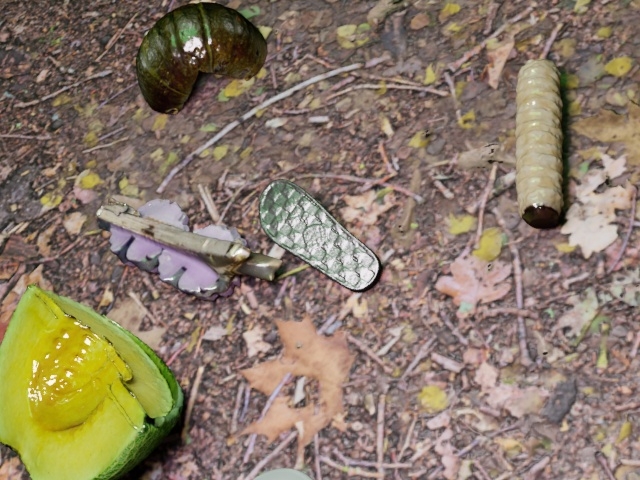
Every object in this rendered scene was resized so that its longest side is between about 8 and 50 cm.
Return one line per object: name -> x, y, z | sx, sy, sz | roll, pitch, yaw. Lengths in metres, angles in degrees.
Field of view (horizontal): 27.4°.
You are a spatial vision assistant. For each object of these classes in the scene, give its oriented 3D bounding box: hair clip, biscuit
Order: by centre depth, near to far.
biscuit -> 0.249, -0.109, 1.488 | 0.055, 0.061, 0.219 | -12, 56, 27
hair clip -> -0.172, 0.005, 1.597 | 0.292, 0.084, 0.106 | 18, 72, 39

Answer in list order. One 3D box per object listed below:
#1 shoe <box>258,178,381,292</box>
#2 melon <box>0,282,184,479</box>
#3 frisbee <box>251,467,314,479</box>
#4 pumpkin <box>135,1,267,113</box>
shoe -> 0.000, 0.000, 1.540 | 0.179, 0.049, 0.071 | 38, 91, 20
melon -> -0.264, 0.192, 1.491 | 0.265, 0.129, 0.169 | 42, 103, 36
frisbee -> -0.047, 0.290, 1.379 | 0.110, 0.014, 0.110 | -13, 53, 17
pumpkin -> -0.175, -0.256, 1.758 | 0.183, 0.107, 0.119 | -28, 56, 8
